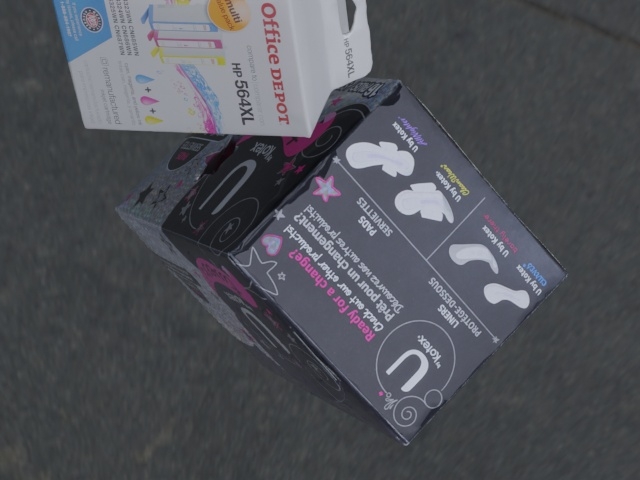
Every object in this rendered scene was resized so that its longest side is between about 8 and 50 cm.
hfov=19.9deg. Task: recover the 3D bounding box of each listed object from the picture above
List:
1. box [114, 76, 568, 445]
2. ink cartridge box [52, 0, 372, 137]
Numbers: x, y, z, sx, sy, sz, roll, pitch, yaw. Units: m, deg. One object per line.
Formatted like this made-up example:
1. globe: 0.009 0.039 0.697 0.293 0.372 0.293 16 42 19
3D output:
1. box: 0.000 0.000 1.098 0.142 0.247 0.163 -47 110 -11
2. ink cartridge box: -0.050 -0.115 0.933 0.143 0.092 0.090 3 39 16
